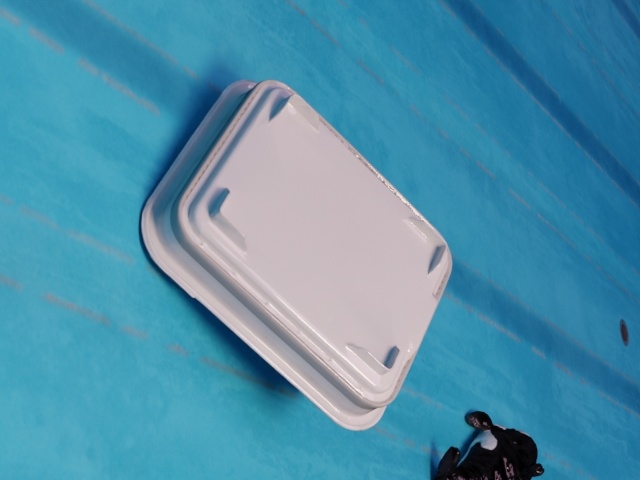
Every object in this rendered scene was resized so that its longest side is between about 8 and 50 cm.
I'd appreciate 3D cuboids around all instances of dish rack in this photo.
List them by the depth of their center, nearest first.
[{"bbox_3d":[0.000,0.000,1.386,0.333,0.072,0.285,44,46,-17],"label":"dish rack"}]

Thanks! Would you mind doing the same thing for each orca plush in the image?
[{"bbox_3d":[0.252,0.301,1.845,0.287,0.102,0.151,24,58,-57],"label":"orca plush"}]
